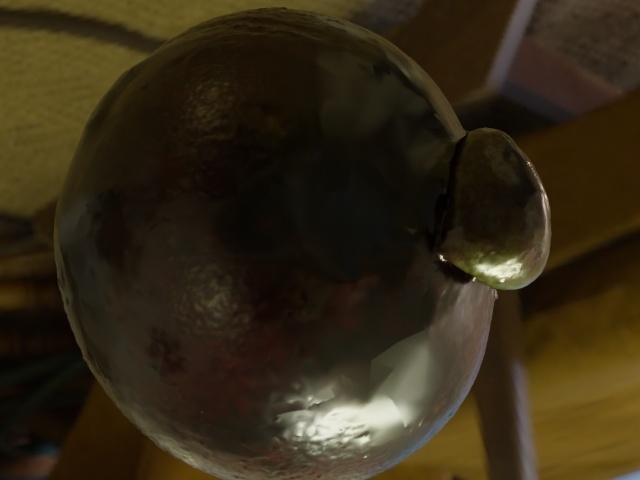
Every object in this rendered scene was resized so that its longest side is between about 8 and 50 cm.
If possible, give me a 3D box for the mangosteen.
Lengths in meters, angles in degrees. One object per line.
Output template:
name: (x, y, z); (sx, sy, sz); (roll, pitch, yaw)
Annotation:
mangosteen: (0.000, 0.000, 0.477); (0.152, 0.152, 0.152); (-12, 156, -5)
